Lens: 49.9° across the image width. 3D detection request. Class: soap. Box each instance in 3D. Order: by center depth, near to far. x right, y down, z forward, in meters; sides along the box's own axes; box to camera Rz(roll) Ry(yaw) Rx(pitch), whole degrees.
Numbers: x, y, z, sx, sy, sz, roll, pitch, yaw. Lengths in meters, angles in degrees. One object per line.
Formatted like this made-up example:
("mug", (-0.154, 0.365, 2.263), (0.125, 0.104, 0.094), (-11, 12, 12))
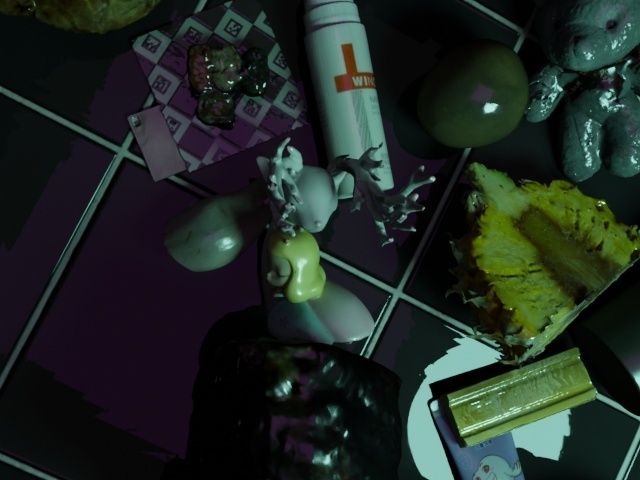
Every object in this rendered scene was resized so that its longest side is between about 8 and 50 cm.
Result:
("soap", (0.330, 0.258, 1.137), (0.251, 0.037, 0.092), (-16, 76, -12))

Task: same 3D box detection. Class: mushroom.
("mushroom", (-0.131, -0.037, 1.064), (0.225, 0.093, 0.116), (-31, 73, -3))

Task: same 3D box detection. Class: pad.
("pad", (-0.199, -0.178, 1.100), (0.187, 0.006, 0.113), (-23, 91, -10))

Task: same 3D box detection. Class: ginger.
("ginger", (-0.339, -0.454, 1.010), (0.274, 0.152, 0.358), (32, 83, -6))

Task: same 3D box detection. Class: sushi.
("sushi", (-0.039, 0.285, 0.908), (0.281, 0.299, 0.294), (17, 63, -16))
("sushi", (-0.153, -0.256, 1.083), (0.219, 0.047, 0.232), (-25, 92, -10))

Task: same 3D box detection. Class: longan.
("longan", (0.243, -0.229, 1.087), (0.189, 0.189, 0.189), (0, 89, -8))

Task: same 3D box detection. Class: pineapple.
("pineapple", (0.304, 0.029, 1.114), (0.344, 0.209, 0.286), (-28, 65, -31))

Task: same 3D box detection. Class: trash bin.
("trash bin", (0.599, 0.120, 1.112), (0.333, 0.214, 0.214), (-30, 93, -3))

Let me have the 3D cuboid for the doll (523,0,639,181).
("doll", (0.442, -0.261, 1.098), (0.245, 0.158, 0.341), (2, 99, 29))

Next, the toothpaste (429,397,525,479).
("toothpaste", (0.294, 0.425, 1.137), (0.125, 0.080, 0.372), (-17, 82, -8))

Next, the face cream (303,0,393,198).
("face cream", (0.038, -0.243, 1.088), (0.101, 0.102, 0.346), (-11, 92, -8))

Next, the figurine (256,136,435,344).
("figurine", (0.011, -0.004, 0.950), (0.206, 0.284, 0.316), (-12, 113, -15))
